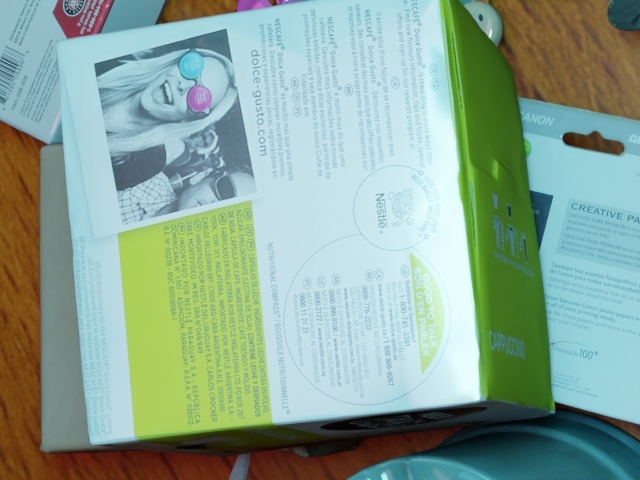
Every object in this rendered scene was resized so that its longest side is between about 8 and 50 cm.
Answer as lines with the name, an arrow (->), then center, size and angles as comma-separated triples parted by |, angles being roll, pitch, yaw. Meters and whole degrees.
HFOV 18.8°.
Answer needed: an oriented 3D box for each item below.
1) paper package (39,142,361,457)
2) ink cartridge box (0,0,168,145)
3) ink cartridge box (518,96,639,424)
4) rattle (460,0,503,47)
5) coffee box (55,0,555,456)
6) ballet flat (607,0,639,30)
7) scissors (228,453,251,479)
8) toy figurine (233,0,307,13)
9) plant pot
paper package -> -0.125, 0.058, 1.973 | 0.310, 0.168, 0.324 | -3, 84, 24
ink cartridge box -> -0.334, -0.240, 2.125 | 0.273, 0.114, 0.197 | 27, 97, 23
ink cartridge box -> 0.251, 0.018, 1.825 | 0.309, 0.130, 0.271 | 14, 91, 25
rattle -> 0.115, -0.199, 1.908 | 0.130, 0.143, 0.199 | 39, 108, 41
coffee box -> 0.000, 0.000, 1.661 | 0.334, 0.337, 0.338 | -8, 81, 15
ballet flat -> 0.335, -0.252, 1.777 | 0.057, 0.049, 0.173 | 47, 120, -4
scissors -> -0.109, 0.304, 1.931 | 0.109, 0.021, 0.297 | 11, 128, 19
toy figurine -> -0.020, -0.222, 1.957 | 0.130, 0.159, 0.173 | 41, 101, 22
plant pot -> 0.148, 0.316, 1.732 | 0.341, 0.334, 0.341 | -3, 83, 24
